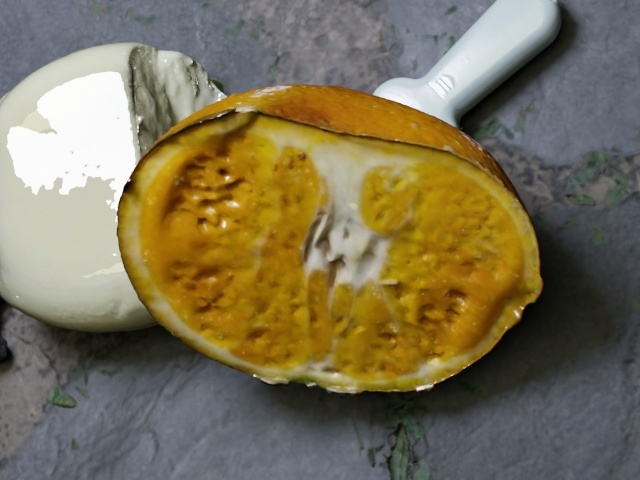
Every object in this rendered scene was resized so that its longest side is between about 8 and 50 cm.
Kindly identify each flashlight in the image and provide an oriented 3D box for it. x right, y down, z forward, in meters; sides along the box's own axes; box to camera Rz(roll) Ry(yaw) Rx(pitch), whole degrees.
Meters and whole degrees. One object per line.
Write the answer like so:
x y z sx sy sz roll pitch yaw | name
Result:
0.130 -0.146 1.391 0.200 0.047 0.093 -43 69 2 | flashlight

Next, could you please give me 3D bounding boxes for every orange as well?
-0.001 -0.004 1.289 0.310 0.274 0.274 -13 68 -22 | orange

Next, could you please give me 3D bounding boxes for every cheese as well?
-0.192 -0.046 1.441 0.233 0.127 0.266 -11 75 14 | cheese

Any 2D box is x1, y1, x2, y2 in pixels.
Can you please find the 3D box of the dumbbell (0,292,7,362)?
-0.314 0.075 1.501 0.036 0.040 0.083 3 76 -12 | dumbbell
